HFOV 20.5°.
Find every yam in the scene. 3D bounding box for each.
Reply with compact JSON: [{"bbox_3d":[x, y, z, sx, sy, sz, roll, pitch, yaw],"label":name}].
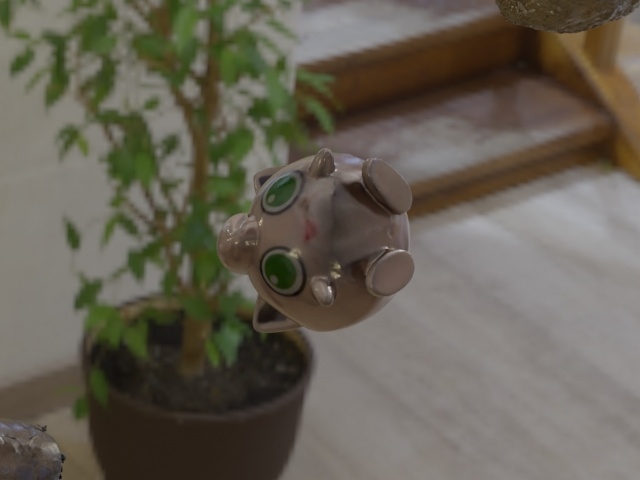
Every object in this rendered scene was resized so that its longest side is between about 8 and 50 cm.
[{"bbox_3d":[-0.234,0.149,1.120,0.079,0.079,0.141,28,8,32],"label":"yam"}]

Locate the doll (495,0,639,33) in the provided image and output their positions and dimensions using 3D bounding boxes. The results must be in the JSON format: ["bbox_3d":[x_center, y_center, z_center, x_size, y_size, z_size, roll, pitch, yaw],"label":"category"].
[{"bbox_3d":[0.185,-0.213,1.329,0.221,0.115,0.105,-6,-8,-35],"label":"doll"}]

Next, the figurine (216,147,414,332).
[{"bbox_3d":[0.000,0.000,1.203,0.138,0.125,0.125,-7,16,42],"label":"figurine"}]
